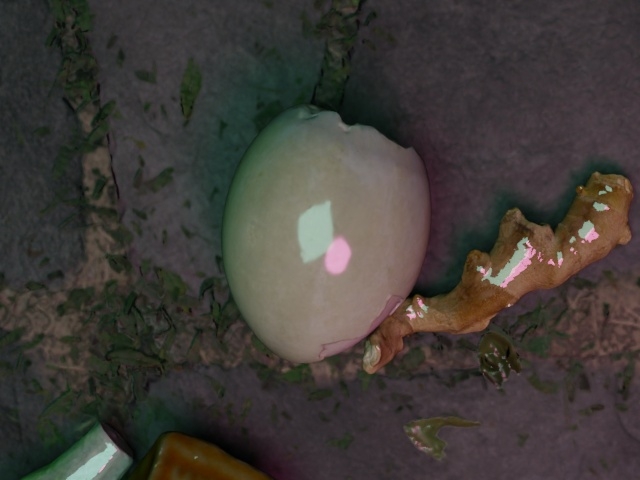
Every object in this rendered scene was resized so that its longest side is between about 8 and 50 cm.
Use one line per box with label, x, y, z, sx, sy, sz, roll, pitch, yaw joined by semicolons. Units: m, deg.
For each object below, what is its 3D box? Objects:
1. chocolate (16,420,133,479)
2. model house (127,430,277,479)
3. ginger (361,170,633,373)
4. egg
chocolate;-0.297;0.294;1.324;0.291;0.110;0.110;-45;85;1
model house;-0.105;0.316;1.269;0.268;0.173;0.239;28;92;2
ginger;0.155;0.029;1.229;0.288;0.075;0.089;-29;111;8
egg;0.000;0.000;1.201;0.183;0.183;0.217;22;91;9
